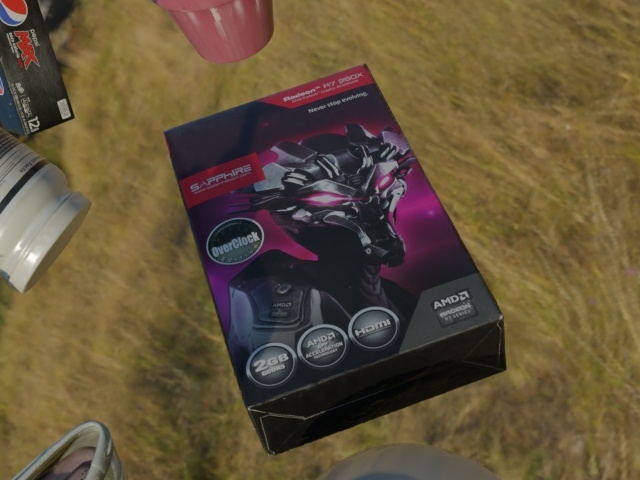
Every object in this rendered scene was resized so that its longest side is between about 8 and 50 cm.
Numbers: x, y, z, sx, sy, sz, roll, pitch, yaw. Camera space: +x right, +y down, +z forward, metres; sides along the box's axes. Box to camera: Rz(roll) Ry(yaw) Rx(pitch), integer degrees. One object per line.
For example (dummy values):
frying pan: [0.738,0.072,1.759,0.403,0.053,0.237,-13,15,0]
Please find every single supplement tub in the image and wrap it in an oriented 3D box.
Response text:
supplement tub: [-0.490,-0.069,1.471,0.191,0.272,0.191,-53,6,7]

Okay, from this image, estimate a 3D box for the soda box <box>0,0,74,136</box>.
soda box: [-0.284,-0.184,0.939,0.060,0.053,0.169,20,129,49]

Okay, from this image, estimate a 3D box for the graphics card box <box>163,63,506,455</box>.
graphics card box: [0.000,0.000,0.982,0.094,0.232,0.371,76,174,-50]

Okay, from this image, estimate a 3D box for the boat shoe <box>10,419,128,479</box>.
boat shoe: [-0.321,0.319,1.034,0.320,0.118,0.103,-45,-26,-31]

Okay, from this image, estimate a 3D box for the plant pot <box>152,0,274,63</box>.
plant pot: [-0.153,-0.375,1.532,0.180,0.201,0.201,69,-157,-48]

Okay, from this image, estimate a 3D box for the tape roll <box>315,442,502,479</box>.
tape roll: [0.063,0.298,0.814,0.246,0.246,0.169,-65,-11,5]
